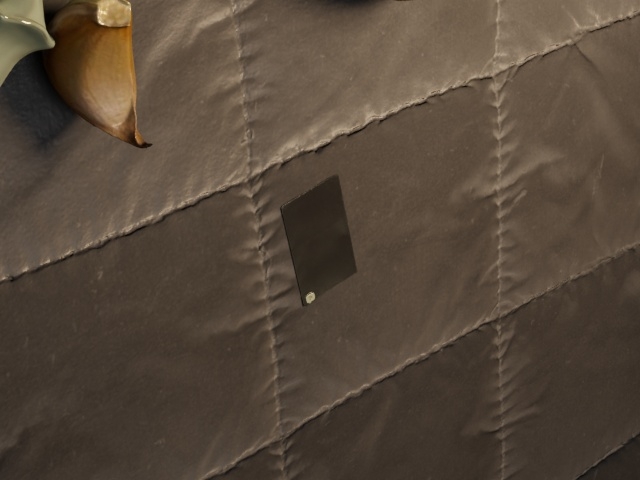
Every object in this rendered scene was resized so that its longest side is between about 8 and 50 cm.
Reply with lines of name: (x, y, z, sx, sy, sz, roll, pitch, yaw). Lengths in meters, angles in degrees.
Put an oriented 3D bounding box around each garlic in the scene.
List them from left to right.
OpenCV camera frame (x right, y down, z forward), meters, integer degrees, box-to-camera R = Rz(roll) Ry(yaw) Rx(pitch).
garlic: (-0.275, -0.226, 1.701, 0.115, 0.128, 0.207, -80, 165, -48)

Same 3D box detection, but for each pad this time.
pad: (0.000, 0.000, 2.123, 0.116, 0.004, 0.193, -31, 127, -27)

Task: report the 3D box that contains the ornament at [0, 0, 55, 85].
ornament: (-0.358, -0.301, 1.582, 0.130, 0.120, 0.285, -2, 115, -61)
